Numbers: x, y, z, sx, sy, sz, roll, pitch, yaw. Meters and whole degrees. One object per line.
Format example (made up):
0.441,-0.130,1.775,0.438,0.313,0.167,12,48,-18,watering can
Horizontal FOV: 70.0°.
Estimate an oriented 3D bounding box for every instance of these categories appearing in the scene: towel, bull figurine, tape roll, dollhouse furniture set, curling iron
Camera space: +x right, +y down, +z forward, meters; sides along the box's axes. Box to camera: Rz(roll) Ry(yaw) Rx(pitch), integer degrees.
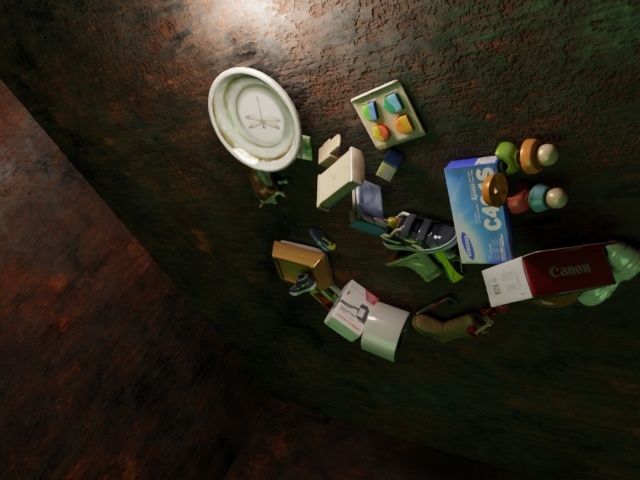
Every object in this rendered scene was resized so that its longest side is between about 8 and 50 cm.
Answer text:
-0.102,-0.367,1.778,0.152,0.023,0.113,16,142,23,towel
-0.232,-0.260,1.940,0.189,0.101,0.310,1,136,32,bull figurine
0.317,0.433,2.192,0.169,0.246,0.246,19,142,21,tape roll
0.168,-0.207,1.614,0.304,0.286,0.198,19,148,-30,dollhouse furniture set
0.519,0.302,2.058,0.068,0.035,0.274,40,144,-9,curling iron

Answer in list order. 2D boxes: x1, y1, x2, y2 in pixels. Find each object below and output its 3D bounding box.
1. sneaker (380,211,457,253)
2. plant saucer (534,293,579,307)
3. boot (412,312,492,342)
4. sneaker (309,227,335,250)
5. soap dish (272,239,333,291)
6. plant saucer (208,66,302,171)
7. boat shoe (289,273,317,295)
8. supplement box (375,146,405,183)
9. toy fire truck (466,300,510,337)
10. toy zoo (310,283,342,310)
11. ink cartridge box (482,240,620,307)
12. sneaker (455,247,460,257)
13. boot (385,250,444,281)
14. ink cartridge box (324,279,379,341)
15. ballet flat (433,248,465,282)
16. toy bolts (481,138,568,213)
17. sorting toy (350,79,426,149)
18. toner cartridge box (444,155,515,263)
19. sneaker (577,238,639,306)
0.353,-0.031,1.724,0.321,0.126,0.127,-2,137,41,sneaker
0.834,0.181,1.671,0.200,0.037,0.199,21,142,18,plant saucer
0.581,0.368,2.040,0.236,0.089,0.269,25,149,-19,boot
0.000,0.000,2.100,0.144,0.053,0.059,43,146,-10,sneaker
-0.093,0.128,2.265,0.291,0.118,0.228,14,140,27,soap dish
-0.226,-0.450,1.692,0.401,0.100,0.400,19,135,20,plant saucer
-0.101,0.210,2.215,0.183,0.065,0.083,-21,115,43,boat shoe
0.242,-0.260,1.580,0.056,0.083,0.083,31,144,5,supplement box
0.683,0.310,1.854,0.047,0.135,0.192,36,145,-3,toy fire truck
0.070,0.314,2.428,0.293,0.030,0.192,44,143,-13,toy zoo
0.715,0.106,1.402,0.310,0.129,0.272,-7,166,-16,ink cartridge box
0.545,0.004,1.652,0.097,0.084,0.234,26,143,16,sneaker
0.388,0.106,1.902,0.165,0.077,0.213,43,143,-17,boot
0.152,0.340,2.215,0.172,0.237,0.100,36,144,-3,ink cartridge box
0.502,0.074,1.788,0.077,0.077,0.231,-22,122,25,ballet flat
0.604,-0.155,1.321,0.159,0.218,0.228,7,145,52,toy bolts
0.216,-0.396,1.481,0.193,0.038,0.208,-10,126,44,sorting toy
0.520,-0.091,1.484,0.165,0.075,0.347,-2,116,36,toner cartridge box
0.918,0.103,1.481,0.129,0.111,0.297,38,144,22,sneaker
